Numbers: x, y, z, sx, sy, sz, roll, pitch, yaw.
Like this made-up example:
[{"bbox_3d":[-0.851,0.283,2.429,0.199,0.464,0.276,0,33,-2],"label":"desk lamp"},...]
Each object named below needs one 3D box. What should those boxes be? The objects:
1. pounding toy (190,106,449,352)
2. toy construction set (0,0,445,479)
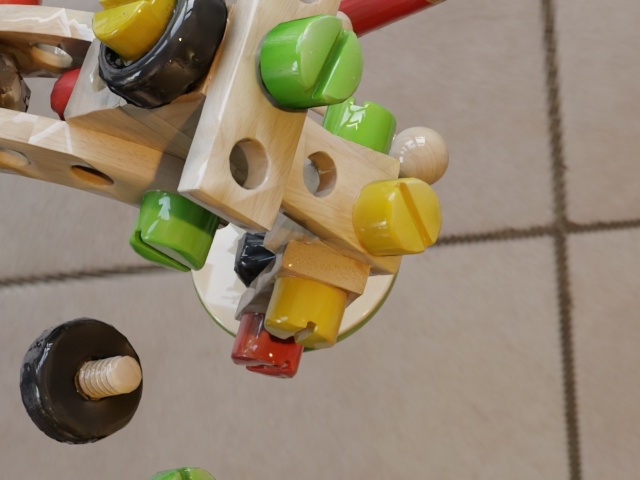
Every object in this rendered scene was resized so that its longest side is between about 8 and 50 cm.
[{"bbox_3d":[0.000,0.000,1.533,0.183,0.110,0.236,21,74,20],"label":"pounding toy"},{"bbox_3d":[-0.012,-0.061,0.801,0.257,0.237,0.309,53,54,-17],"label":"toy construction set"}]
